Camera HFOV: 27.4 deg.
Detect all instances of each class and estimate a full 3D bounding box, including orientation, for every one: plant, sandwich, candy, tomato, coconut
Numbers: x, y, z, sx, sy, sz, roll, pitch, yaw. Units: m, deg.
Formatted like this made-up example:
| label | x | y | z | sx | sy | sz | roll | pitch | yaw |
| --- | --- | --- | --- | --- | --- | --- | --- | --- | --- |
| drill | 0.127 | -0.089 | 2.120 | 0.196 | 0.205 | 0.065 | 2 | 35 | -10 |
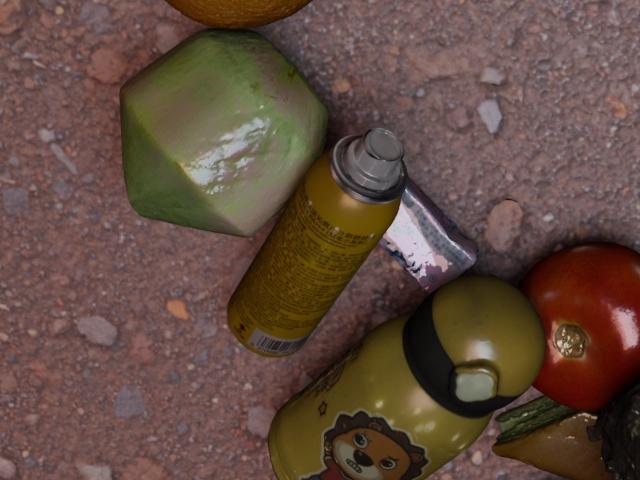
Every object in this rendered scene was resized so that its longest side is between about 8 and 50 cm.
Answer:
| label | x | y | z | sx | sy | sz | roll | pitch | yaw |
| --- | --- | --- | --- | --- | --- | --- | --- | --- | --- |
| plant | 0.354 | 0.212 | 1.345 | 0.142 | 0.131 | 0.203 | -17 | 150 | -14 |
| sandwich | 0.331 | 0.229 | 1.507 | 0.258 | 0.094 | 0.096 | 16 | 111 | 6 |
| candy | 0.101 | -0.015 | 1.471 | 0.160 | 0.092 | 0.073 | 45 | 105 | -2 |
| tomato | 0.302 | 0.093 | 1.440 | 0.195 | 0.136 | 0.195 | 11 | 111 | 31 |
| coconut | -0.112 | -0.107 | 1.421 | 0.236 | 0.204 | 0.235 | -10 | 118 | -19 |

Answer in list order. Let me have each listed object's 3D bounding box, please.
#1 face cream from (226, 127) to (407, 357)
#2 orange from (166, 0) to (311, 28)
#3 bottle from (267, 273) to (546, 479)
| label | x | y | z | sx | sy | sz | roll | pitch | yaw |
| --- | --- | --- | --- | --- | --- | --- | --- | --- | --- |
| face cream | 0.000 | 0.000 | 1.406 | 0.105 | 0.105 | 0.348 | 32 | 140 | -1 |
| orange | -0.078 | -0.349 | 1.327 | 0.264 | 0.264 | 0.264 | 3 | 108 | 9 |
| bottle | 0.100 | 0.166 | 1.432 | 0.171 | 0.171 | 0.351 | 41 | 129 | -4 |
